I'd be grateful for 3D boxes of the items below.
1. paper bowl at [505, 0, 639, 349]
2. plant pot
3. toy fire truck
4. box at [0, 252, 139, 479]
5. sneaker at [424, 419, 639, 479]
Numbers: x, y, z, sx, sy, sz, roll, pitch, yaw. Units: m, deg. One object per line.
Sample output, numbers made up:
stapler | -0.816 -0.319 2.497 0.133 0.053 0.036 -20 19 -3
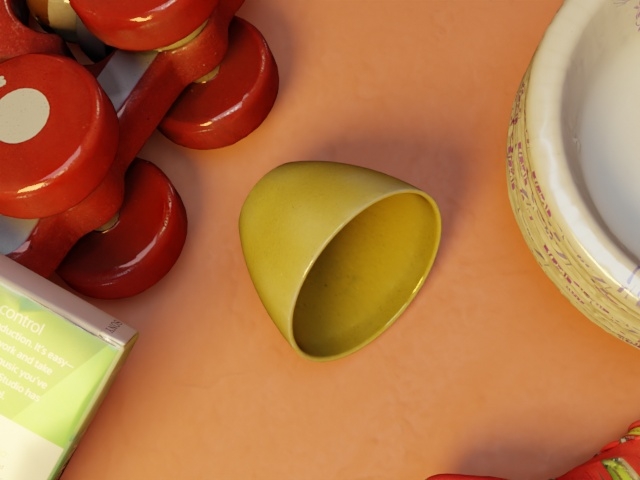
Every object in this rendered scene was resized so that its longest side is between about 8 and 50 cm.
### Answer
paper bowl | 0.266 -0.055 0.895 0.284 0.148 0.284 0 76 -2
plant pot | 0.000 0.000 0.890 0.134 0.134 0.095 -44 57 -12
toy fire truck | -0.187 -0.121 0.897 0.254 0.169 0.302 25 74 23
box | -0.286 0.136 0.802 0.232 0.058 0.322 30 100 -2
sneaker | 0.196 0.174 0.875 0.279 0.107 0.118 7 57 -4
